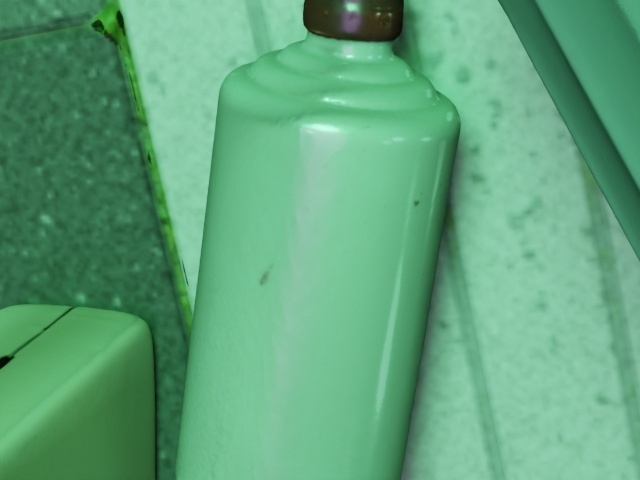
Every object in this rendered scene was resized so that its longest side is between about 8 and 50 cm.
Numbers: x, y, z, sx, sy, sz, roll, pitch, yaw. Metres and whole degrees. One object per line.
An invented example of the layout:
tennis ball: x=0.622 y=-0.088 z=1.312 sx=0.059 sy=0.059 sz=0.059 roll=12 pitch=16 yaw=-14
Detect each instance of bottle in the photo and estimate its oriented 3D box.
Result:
bottle: x=0.000 y=0.000 z=0.821 sx=0.104 sy=0.104 sz=0.245 roll=13 pitch=109 yaw=12

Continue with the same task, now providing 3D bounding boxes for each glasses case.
glasses case: x=-0.156 y=0.137 z=0.779 sx=0.076 sy=0.336 sz=0.144 roll=6 pitch=106 yaw=14

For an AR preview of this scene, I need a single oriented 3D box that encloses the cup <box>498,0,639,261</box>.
cup: x=0.215 y=-0.060 z=0.577 sx=0.237 sy=0.323 sz=0.326 roll=-18 pitch=64 yaw=-16
